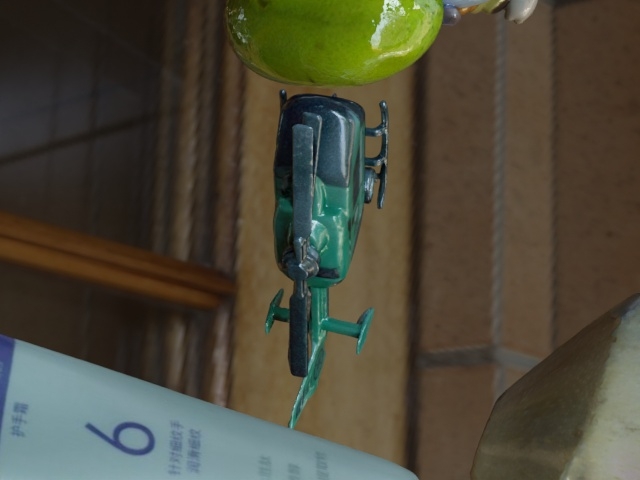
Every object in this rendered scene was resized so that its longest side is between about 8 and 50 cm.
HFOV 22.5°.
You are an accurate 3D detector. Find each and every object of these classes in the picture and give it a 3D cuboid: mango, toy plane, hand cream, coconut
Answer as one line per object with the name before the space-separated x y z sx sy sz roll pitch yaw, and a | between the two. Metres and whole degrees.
mango | 0.002 -0.144 1.011 0.163 0.117 0.089 -145 38 -64
toy plane | 0.000 0.000 0.873 0.060 0.235 0.096 7 46 7
hand cream | -0.105 0.086 0.638 0.109 0.320 0.067 -92 26 -49
coconut | 0.283 0.213 1.296 0.352 0.352 0.353 -14 69 40

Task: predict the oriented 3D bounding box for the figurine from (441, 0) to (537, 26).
figurine | 0.177 -0.348 1.670 0.205 0.382 0.224 -44 76 36
